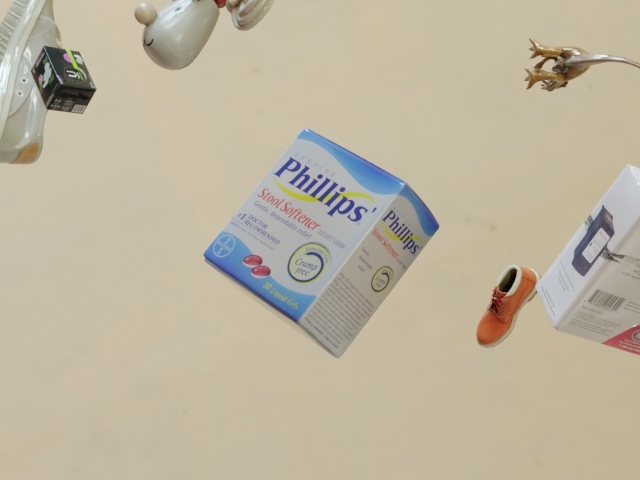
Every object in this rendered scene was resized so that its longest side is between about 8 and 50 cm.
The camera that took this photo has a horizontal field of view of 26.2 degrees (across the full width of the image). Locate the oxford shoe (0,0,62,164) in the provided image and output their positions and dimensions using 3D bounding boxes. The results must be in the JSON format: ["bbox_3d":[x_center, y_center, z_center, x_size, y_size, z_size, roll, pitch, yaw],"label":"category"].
[{"bbox_3d":[-0.540,-0.315,2.536,0.169,0.130,0.449,-37,-141,46],"label":"oxford shoe"}]

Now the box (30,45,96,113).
[{"bbox_3d":[-0.368,-0.230,1.968,0.052,0.062,0.083,-52,-129,33],"label":"box"}]

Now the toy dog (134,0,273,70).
[{"bbox_3d":[-0.137,-0.386,1.664,0.161,0.334,0.220,37,-38,-25],"label":"toy dog"}]

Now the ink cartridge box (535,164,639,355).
[{"bbox_3d":[0.441,0.031,1.909,0.237,0.172,0.100,-57,-151,30],"label":"ink cartridge box"}]

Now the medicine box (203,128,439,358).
[{"bbox_3d":[0.000,0.000,2.296,0.263,0.289,0.149,32,-9,40],"label":"medicine box"}]

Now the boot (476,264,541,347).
[{"bbox_3d":[0.302,0.108,2.316,0.059,0.158,0.084,37,9,32],"label":"boot"}]

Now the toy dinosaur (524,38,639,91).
[{"bbox_3d":[0.325,-0.229,1.759,0.211,0.112,0.064,-176,-98,-74],"label":"toy dinosaur"}]
